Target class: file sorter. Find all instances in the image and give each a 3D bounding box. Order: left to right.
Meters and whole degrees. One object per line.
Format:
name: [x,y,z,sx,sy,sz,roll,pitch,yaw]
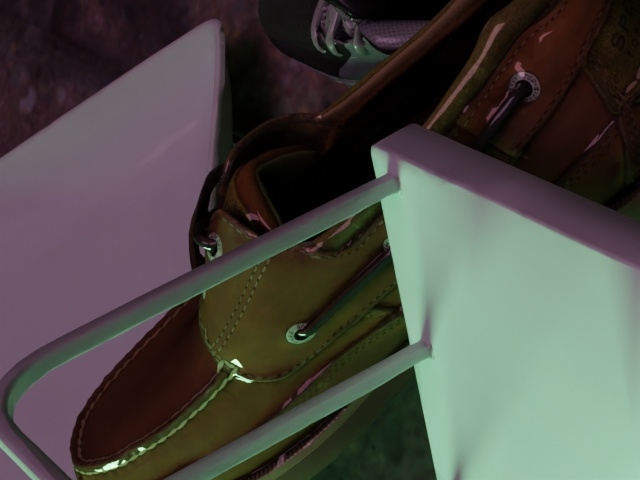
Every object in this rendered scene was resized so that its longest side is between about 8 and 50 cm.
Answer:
file sorter: [0.043,0.145,0.508,0.193,0.173,0.277,30,141,50]

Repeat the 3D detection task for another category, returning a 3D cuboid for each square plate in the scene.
square plate: [-0.149,0.105,0.876,0.347,0.049,0.344,-27,52,41]

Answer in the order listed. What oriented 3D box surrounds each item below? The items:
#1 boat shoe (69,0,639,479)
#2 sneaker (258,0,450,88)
boat shoe: [0.000,0.000,0.639,0.307,0.104,0.110,-38,33,23]
sneaker: [0.026,-0.108,0.700,0.229,0.132,0.086,7,92,45]
